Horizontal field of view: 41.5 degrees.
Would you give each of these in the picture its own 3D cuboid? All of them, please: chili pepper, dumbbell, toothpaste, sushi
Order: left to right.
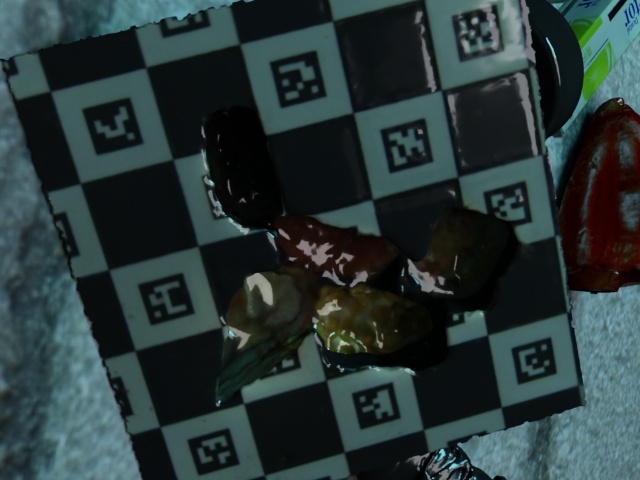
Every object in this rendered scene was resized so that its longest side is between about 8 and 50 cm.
[{"bbox_3d":[0.000,0.000,0.619,0.342,0.064,0.360,-15,108,-4],"label":"sushi"},{"bbox_3d":[0.113,-0.122,0.734,0.218,0.152,0.153,-30,113,-40],"label":"dumbbell"},{"bbox_3d":[0.303,-0.232,0.965,0.336,0.081,0.067,-48,120,-32],"label":"toothpaste"},{"bbox_3d":[0.353,-0.059,0.988,0.136,0.144,0.253,14,74,-7],"label":"chili pepper"}]

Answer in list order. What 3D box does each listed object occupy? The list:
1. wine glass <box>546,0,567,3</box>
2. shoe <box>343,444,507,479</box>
[{"bbox_3d":[0.260,-0.357,0.891,0.111,0.111,0.205,35,70,-41],"label":"wine glass"},{"bbox_3d":[0.113,0.246,0.770,0.114,0.137,0.291,-41,119,-36],"label":"shoe"}]
